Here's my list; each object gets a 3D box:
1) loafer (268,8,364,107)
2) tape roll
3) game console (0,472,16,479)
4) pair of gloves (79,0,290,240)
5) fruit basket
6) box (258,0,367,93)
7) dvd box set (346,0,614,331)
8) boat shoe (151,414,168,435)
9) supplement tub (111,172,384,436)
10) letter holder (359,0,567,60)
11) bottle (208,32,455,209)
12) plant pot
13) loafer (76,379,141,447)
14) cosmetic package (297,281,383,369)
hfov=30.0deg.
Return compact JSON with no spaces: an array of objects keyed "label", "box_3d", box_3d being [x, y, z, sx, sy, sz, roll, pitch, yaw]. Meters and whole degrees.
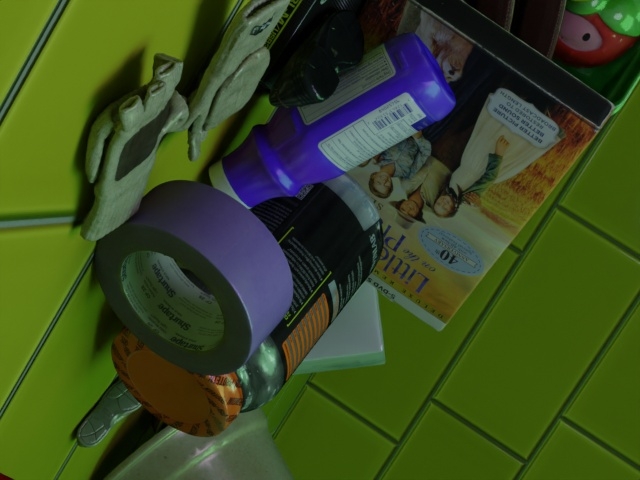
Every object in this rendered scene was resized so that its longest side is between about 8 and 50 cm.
[{"label":"loafer","box_3d":[-0.004,-0.193,1.255,0.061,0.062,0.170,-16,-158,33]},{"label":"tape roll","box_3d":[-0.127,0.039,1.196,0.080,0.189,0.189,-48,167,-41]},{"label":"game console","box_3d":[-0.449,0.432,1.268,0.386,0.060,0.342,-52,169,-26]},{"label":"pair of gloves","box_3d":[-0.131,-0.119,1.088,0.240,0.042,0.204,-45,170,-34]},{"label":"fruit basket","box_3d":[0.312,-0.362,1.572,0.283,0.392,0.392,-58,171,11]},{"label":"box","box_3d":[-0.010,-0.242,1.313,0.184,0.045,0.190,-58,170,1]},{"label":"dvd box set","box_3d":[0.124,-0.100,1.488,0.062,0.307,0.420,-50,174,-43]},{"label":"boat shoe","box_3d":[-0.236,0.272,1.846,0.064,0.060,0.178,-27,164,-16]},{"label":"supplement tub","box_3d":[-0.085,0.061,1.436,0.338,0.207,0.207,-49,168,-38]},{"label":"letter holder","box_3d":[0.173,-0.268,1.475,0.152,0.214,0.302,-49,156,-39]},{"label":"bottle","box_3d":[0.008,-0.124,1.340,0.282,0.092,0.118,-29,158,14]},{"label":"plant pot","box_3d":[-0.142,0.441,1.843,0.333,0.305,0.334,-36,166,-11]},{"label":"loafer","box_3d":[-0.271,0.219,1.551,0.125,0.045,0.039,-45,-177,-27]},{"label":"cosmetic package","box_3d":[-0.011,0.143,1.965,0.225,0.224,0.138,69,14,-77]}]
